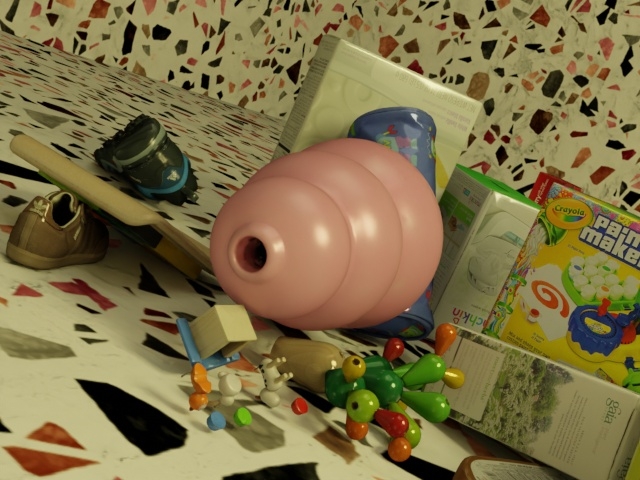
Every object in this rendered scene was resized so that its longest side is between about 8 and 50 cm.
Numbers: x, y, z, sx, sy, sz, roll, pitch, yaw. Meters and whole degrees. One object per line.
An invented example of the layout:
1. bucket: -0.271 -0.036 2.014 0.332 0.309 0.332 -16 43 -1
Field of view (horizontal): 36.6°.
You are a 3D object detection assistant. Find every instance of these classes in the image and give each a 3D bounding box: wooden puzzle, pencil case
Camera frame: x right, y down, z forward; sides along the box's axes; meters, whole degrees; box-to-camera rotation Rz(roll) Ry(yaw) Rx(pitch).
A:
1. wooden puzzle: -0.221 -0.025 1.114 0.221 0.044 0.239 29 -5 28
2. pencil case: 0.083 -0.019 1.238 0.133 0.306 0.119 -2 -23 16

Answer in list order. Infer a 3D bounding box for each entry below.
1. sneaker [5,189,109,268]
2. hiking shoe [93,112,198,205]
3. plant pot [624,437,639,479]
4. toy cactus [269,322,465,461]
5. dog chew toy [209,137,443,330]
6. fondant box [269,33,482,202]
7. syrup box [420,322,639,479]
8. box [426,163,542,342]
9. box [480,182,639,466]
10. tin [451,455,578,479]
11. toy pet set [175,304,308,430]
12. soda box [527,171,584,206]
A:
1. sneaker: -0.261 -0.017 1.017 0.066 0.071 0.188 24 11 4
2. hiking shoe: -0.269 -0.114 1.499 0.132 0.113 0.304 52 -5 -17
3. plant pot: 0.370 0.225 0.786 0.207 0.228 0.227 23 10 37
4. toy cactus: 0.039 0.126 0.926 0.180 0.112 0.219 17 16 17
5. dog chew toy: 0.000 0.000 0.971 0.206 0.206 0.332 27 14 17
6. fondant box: 0.054 -0.096 1.395 0.238 0.330 0.096 20 10 -21
7. syrup box: 0.224 0.167 0.974 0.237 0.093 0.096 19 -2 45
8. box: 0.214 0.020 1.445 0.127 0.231 0.262 21 10 -13
9. box: 0.348 0.128 1.059 0.177 0.279 0.290 13 15 -45
10. tin: 0.195 0.235 0.857 0.190 0.040 0.106 16 17 -37
11. toy pet set: -0.088 0.116 0.829 0.122 0.065 0.114 5 56 -53
12. soda box: 0.452 -0.007 2.030 0.083 0.263 0.092 27 10 25
